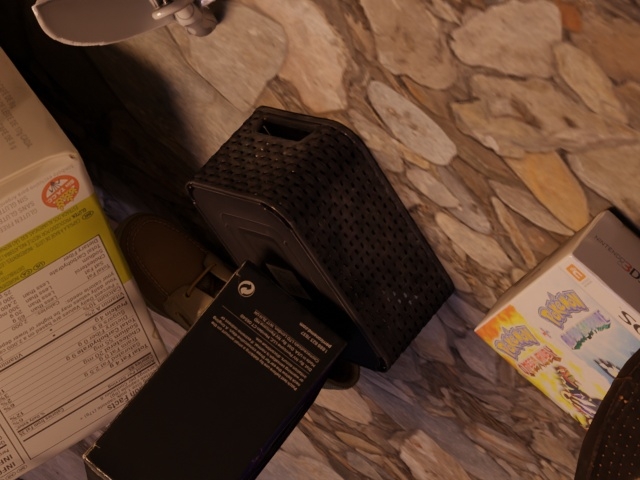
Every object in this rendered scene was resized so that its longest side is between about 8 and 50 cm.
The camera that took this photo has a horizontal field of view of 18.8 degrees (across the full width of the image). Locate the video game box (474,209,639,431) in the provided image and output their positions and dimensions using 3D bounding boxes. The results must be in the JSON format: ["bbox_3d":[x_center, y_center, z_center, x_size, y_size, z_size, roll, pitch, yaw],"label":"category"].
[{"bbox_3d":[0.208,0.081,1.253,0.187,0.048,0.205,43,160,2],"label":"video game box"}]

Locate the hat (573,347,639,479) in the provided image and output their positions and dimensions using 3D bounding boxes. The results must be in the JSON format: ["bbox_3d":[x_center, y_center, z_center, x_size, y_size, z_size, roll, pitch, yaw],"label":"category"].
[{"bbox_3d":[0.303,0.170,1.066,0.134,0.331,0.331,8,-172,-44],"label":"hat"}]

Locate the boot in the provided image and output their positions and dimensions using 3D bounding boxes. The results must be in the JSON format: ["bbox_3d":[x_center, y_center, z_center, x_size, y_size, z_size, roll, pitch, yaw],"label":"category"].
[{"bbox_3d":[-0.071,0.052,1.655,0.213,0.077,0.165,46,158,-19],"label":"boot"}]

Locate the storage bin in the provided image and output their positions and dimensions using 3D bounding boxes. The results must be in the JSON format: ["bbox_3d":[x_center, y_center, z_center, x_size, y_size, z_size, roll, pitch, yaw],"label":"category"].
[{"bbox_3d":[0.000,0.000,1.408,0.122,0.084,0.180,16,147,49],"label":"storage bin"}]

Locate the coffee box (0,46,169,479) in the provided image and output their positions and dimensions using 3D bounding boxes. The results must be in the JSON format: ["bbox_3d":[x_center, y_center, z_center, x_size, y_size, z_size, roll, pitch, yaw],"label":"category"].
[{"bbox_3d":[-0.370,0.009,1.610,0.337,0.338,0.334,52,168,35],"label":"coffee box"}]

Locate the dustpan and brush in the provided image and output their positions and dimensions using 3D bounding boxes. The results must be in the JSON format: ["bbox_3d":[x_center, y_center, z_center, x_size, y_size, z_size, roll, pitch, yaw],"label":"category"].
[{"bbox_3d":[-0.094,-0.158,1.249,0.060,0.147,0.211,64,-175,-5],"label":"dustpan and brush"}]

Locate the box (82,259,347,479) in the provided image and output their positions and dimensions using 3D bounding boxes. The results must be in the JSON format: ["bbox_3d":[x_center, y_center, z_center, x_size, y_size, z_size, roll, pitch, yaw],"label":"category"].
[{"bbox_3d":[-0.083,0.140,1.461,0.103,0.184,0.261,41,167,5],"label":"box"}]
